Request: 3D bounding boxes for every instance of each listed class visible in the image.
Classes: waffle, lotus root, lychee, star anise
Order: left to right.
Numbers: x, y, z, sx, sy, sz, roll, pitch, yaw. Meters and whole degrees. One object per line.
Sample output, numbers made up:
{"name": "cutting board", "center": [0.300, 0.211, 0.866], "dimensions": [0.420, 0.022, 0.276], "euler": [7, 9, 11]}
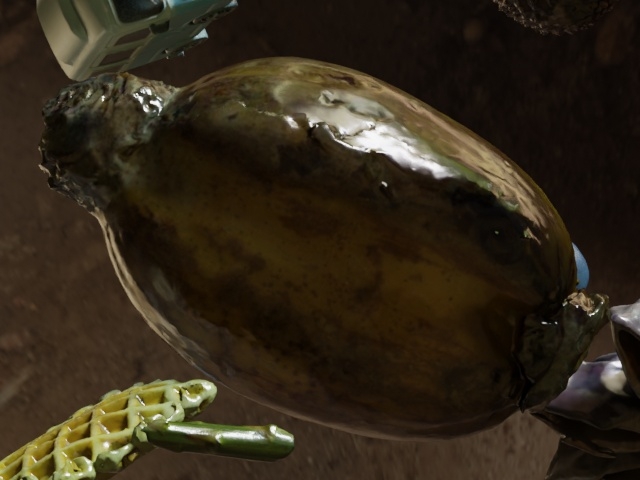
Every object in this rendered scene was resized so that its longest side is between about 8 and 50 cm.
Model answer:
{"name": "waffle", "center": [-0.211, 0.184, 1.353], "dimensions": [0.208, 0.214, 0.054], "euler": [-36, 102, -42]}
{"name": "lotus root", "center": [0.000, 0.000, 0.532], "dimensions": [0.209, 0.120, 0.120], "euler": [25, 68, -5]}
{"name": "lychee", "center": [0.282, -0.338, 1.866], "dimensions": [0.188, 0.188, 0.188], "euler": [-2, 64, 5]}
{"name": "star anise", "center": [0.202, 0.094, 0.834], "dimensions": [0.262, 0.230, 0.081], "euler": [14, 57, 4]}

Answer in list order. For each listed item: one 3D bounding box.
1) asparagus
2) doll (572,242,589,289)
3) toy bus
{"name": "asparagus", "center": [-0.071, 0.134, 1.047], "dimensions": [0.108, 0.021, 0.025], "euler": [8, 60, -19]}
{"name": "doll", "center": [0.154, 0.022, 1.085], "dimensions": [0.050, 0.083, 0.076], "euler": [-29, 83, -18]}
{"name": "toy bus", "center": [-0.191, -0.251, 1.544], "dimensions": [0.165, 0.271, 0.133], "euler": [-23, 91, -20]}
